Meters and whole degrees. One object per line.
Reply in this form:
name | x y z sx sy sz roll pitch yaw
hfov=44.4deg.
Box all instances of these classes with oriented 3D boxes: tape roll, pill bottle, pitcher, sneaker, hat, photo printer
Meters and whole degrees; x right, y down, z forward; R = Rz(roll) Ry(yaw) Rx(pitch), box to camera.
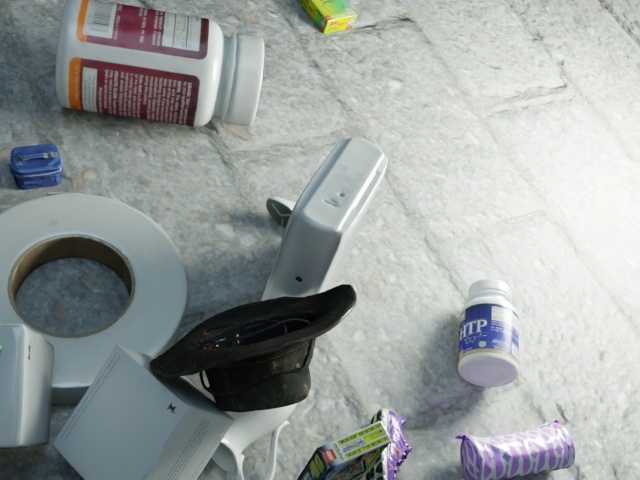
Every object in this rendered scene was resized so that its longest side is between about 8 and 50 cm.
tape roll | -0.426 0.089 1.352 0.392 0.072 0.392 8 53 -11
pill bottle | -0.323 -0.355 1.608 0.392 0.224 0.224 7 54 -12
pitcher | -0.104 0.291 1.285 0.178 0.125 0.207 54 51 -17
sneaker | 0.121 0.364 1.325 0.071 0.068 0.170 18 51 -11
hat | -0.077 0.179 1.171 0.331 0.331 0.134 -22 99 -29
photo printer | 0.000 0.000 1.394 0.107 0.308 0.256 27 46 5
sneaker | -0.039 -0.052 1.590 0.152 0.054 0.061 26 42 -5
pill bottle | 0.321 0.172 1.494 0.112 0.112 0.187 15 52 -6

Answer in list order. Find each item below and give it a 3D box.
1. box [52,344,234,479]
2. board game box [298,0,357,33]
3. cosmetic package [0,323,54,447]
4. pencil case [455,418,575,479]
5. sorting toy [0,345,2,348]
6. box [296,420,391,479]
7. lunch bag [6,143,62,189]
box | -0.260 0.281 1.153 0.182 0.119 0.181 31 86 34
board game box | 0.004 -0.611 2.007 0.092 0.043 0.181 -21 64 -28
cosmetic package | -0.616 0.207 1.064 0.453 0.230 0.162 0 76 -9
pencil case | 0.345 0.369 1.374 0.206 0.086 0.088 -4 69 -20
sorting toy | -0.444 0.147 0.982 0.083 0.012 0.062 -41 86 -16
box | 0.026 0.352 1.213 0.114 0.207 0.036 -17 62 -26
lunch bag | -0.542 -0.143 1.488 0.098 0.065 0.067 -11 59 -24
